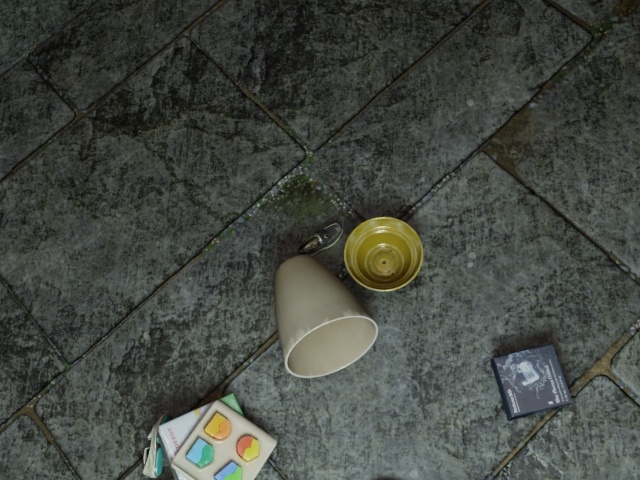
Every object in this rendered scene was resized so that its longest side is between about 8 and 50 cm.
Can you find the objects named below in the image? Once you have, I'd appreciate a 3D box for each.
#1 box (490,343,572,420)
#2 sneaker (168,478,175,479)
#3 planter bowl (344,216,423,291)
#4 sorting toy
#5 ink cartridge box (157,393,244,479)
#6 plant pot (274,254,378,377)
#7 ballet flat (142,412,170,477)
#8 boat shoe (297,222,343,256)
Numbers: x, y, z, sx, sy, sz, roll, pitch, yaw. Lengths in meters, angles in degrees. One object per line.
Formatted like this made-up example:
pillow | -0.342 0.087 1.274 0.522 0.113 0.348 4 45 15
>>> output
box | 0.537 0.364 1.786 0.158 0.093 0.156 -14 69 3
sneaker | -0.282 0.672 1.745 0.384 0.147 0.145 2 72 9
planter bowl | 0.176 0.050 1.947 0.217 0.090 0.217 -2 69 6
sorting toy | -0.235 0.523 1.728 0.193 0.038 0.208 33 55 6
ink cartridge box | -0.295 0.515 1.797 0.212 0.093 0.154 -19 67 -27
plant pot | -0.017 0.179 1.863 0.256 0.256 0.274 -25 53 -2
ballet flat | -0.443 0.544 1.863 0.052 0.057 0.168 1 69 18
boat shoe | 0.000 0.000 2.009 0.152 0.049 0.056 -39 70 -8
